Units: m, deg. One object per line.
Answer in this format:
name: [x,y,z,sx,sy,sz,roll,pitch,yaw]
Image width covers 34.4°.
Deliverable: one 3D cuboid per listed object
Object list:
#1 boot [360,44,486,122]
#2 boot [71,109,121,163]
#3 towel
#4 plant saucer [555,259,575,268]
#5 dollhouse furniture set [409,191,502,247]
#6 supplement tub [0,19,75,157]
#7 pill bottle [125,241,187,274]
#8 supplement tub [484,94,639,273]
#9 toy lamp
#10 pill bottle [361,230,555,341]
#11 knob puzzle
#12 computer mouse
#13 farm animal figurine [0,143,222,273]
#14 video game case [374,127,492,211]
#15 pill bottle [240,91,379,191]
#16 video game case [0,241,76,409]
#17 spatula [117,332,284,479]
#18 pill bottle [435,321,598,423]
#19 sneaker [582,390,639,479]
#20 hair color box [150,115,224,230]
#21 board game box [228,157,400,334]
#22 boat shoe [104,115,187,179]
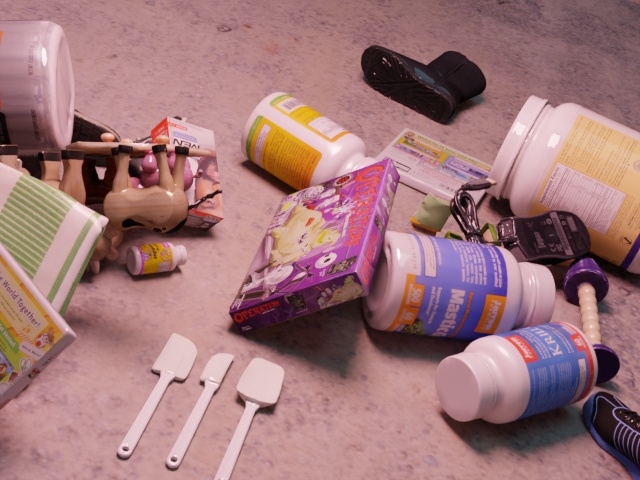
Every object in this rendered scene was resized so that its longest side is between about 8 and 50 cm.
boot: [0.232,-0.372,2.297,0.246,0.094,0.207,34,39,11]
boot: [-0.434,-0.221,1.751,0.236,0.085,0.178,18,30,-5]
towel: [-0.457,0.011,1.294,0.325,0.247,0.038,24,-8,7]
plant saucer: [0.439,0.022,1.897,0.083,0.013,0.083,13,32,-8]
dollhouse furniture set: [0.233,-0.017,1.783,0.152,0.076,0.058,19,35,-22]
supplement tub: [-0.551,-0.225,1.546,0.338,0.207,0.207,-2,35,-4]
pill bottle: [-0.240,0.026,1.518,0.083,0.043,0.043,-7,41,-34]
supplement tub: [0.498,-0.109,1.911,0.331,0.241,0.241,27,33,13]
toy lamp: [0.442,0.119,1.696,0.080,0.080,0.274,17,32,-3]
pill bottle: [0.211,0.076,1.573,0.272,0.152,0.152,8,34,-16]
knob puzzle: [-0.284,-0.141,1.511,0.213,0.030,0.213,1,1,0]
computer mouse: [0.333,-0.026,1.780,0.262,0.060,0.184,-12,68,-30]
farm animal figurine: [-0.337,-0.038,1.418,0.327,0.172,0.330,1,0,-24]
video game case: [0.227,-0.139,2.020,0.212,0.023,0.193,26,33,12]
pill bottle: [-0.007,-0.145,1.805,0.246,0.136,0.136,34,35,21]
video game case: [-0.418,0.111,1.199,0.206,0.026,0.227,-44,57,-6]
spatula: [-0.148,0.211,1.314,0.168,0.019,0.242,21,32,1]
pill bottle: [0.275,0.190,1.463,0.221,0.124,0.124,-8,41,-36]
sneaker: [0.458,0.283,1.449,0.081,0.090,0.232,-1,38,-28]
hair color box: [-0.212,-0.106,1.641,0.093,0.053,0.167,14,55,-40]
board game box: [0.000,0.000,1.561,0.208,0.056,0.347,-15,26,20]
boat shoe: [-0.282,-0.152,1.724,0.079,0.084,0.233,22,36,3]
